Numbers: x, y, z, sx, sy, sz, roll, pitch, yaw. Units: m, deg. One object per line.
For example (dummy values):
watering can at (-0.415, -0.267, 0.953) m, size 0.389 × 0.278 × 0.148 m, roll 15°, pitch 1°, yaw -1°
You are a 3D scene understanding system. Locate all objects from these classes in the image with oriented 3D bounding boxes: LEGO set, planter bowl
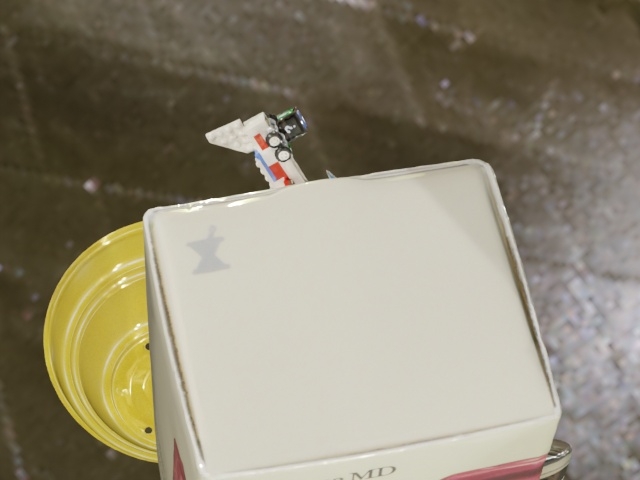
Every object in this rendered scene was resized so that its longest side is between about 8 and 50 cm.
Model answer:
LEGO set at (0.000, 0.000, 1.493) m, size 0.244 × 0.060 × 0.182 m, roll 65°, pitch 9°, yaw 16°
planter bowl at (-0.112, 0.098, 1.548) m, size 0.217 × 0.217 × 0.090 m, roll 39°, pitch 15°, yaw -15°

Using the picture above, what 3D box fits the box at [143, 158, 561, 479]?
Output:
box at (0.006, 0.086, 0.874) m, size 0.149 × 0.232 × 0.126 m, roll -9°, pitch 60°, yaw -8°

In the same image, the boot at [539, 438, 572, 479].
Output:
boot at (0.138, 0.261, 1.599) m, size 0.236 × 0.085 × 0.178 m, roll -25°, pitch 118°, yaw -63°
